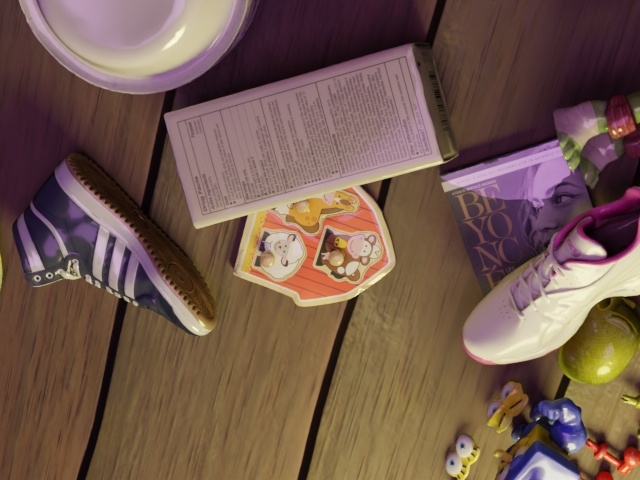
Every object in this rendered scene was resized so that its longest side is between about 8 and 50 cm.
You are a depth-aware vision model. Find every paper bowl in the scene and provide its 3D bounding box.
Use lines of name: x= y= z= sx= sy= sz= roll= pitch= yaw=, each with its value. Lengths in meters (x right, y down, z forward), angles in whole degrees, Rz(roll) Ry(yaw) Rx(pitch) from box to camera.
paper bowl: x=-0.216 y=-0.310 z=1.744 sx=0.284 sy=0.148 sz=0.284 roll=3 pitch=109 yaw=10

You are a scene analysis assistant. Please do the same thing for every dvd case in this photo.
dvd case: x=0.257 y=-0.004 z=1.826 sx=0.164 sy=0.018 sz=0.221 roll=-17 pitch=105 yaw=16

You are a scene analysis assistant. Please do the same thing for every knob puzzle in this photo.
knob puzzle: x=0.000 y=0.000 z=1.872 sx=0.213 sy=0.030 sz=0.213 roll=3 pitch=109 yaw=10

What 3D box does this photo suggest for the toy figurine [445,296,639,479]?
toy figurine: x=0.296 y=0.267 z=1.805 sx=0.191 sy=0.217 sz=0.362 roll=37 pitch=113 yaw=-3

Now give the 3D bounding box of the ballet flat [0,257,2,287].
ballet flat: x=-0.494 y=-0.060 z=1.905 sx=0.123 sy=0.123 sz=0.348 roll=-5 pitch=109 yaw=13

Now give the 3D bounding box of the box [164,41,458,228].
box: x=-0.010 y=-0.124 z=1.769 sx=0.311 sy=0.121 sz=0.148 roll=-13 pitch=94 yaw=16

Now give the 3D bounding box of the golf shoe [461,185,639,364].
golf shoe: x=0.282 y=0.034 z=1.742 sx=0.306 sy=0.115 sz=0.140 roll=-34 pitch=143 yaw=14

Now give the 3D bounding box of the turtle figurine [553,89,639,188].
turtle figurine: x=0.412 y=-0.107 z=1.663 sx=0.266 sy=0.198 sz=0.274 roll=-18 pitch=101 yaw=21

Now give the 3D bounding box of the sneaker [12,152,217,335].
sneaker: x=-0.267 y=0.041 z=1.901 sx=0.153 sy=0.099 sz=0.282 roll=-42 pitch=90 yaw=16
